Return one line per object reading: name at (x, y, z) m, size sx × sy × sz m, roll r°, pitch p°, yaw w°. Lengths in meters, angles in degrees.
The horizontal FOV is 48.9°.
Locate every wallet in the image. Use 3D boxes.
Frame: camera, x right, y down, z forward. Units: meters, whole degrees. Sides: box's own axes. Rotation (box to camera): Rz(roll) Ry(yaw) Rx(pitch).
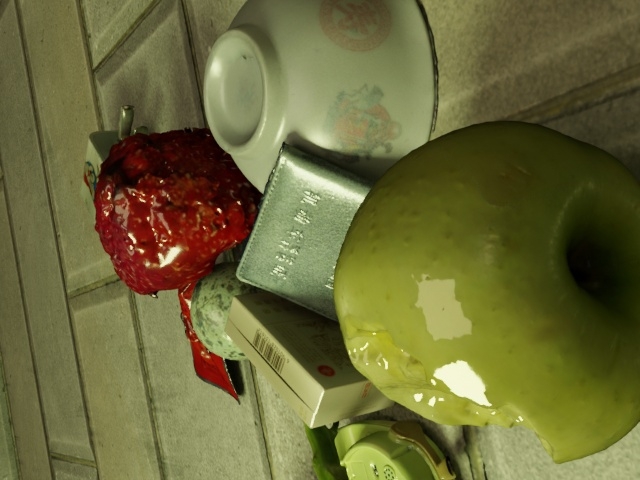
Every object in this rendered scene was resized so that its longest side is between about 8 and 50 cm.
wallet at (-0.001, 0.002, 0.822) m, size 0.222 × 0.167 × 0.036 m, roll 116°, pitch 176°, yaw -45°

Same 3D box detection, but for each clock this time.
clock at (0.094, 0.296, 0.823) m, size 0.232 × 0.069 × 0.170 m, roll -25°, pitch 76°, yaw 52°

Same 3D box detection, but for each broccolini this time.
broccolini at (0.028, 0.239, 0.805) m, size 0.079 × 0.074 × 0.392 m, roll 51°, pitch -179°, yaw -32°

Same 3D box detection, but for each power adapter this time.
power adapter at (-0.353, -0.142, 1.285) m, size 0.130 × 0.125 × 0.205 m, roll 51°, pitch 134°, yaw 35°

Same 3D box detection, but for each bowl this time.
bowl at (-0.038, -0.175, 0.840) m, size 0.345 × 0.157 × 0.346 m, roll 15°, pitch 109°, yaw 51°

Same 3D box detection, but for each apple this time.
apple at (0.140, 0.038, 0.566) m, size 0.279 × 0.279 × 0.279 m, roll 13°, pitch 107°, yaw 51°

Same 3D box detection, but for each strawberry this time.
strawberry at (-0.213, -0.061, 1.006) m, size 0.274 × 0.274 × 0.220 m, roll 22°, pitch 156°, yaw 49°

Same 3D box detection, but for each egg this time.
egg at (-0.124, 0.097, 1.024) m, size 0.172 × 0.132 × 0.132 m, roll 50°, pitch 134°, yaw 51°

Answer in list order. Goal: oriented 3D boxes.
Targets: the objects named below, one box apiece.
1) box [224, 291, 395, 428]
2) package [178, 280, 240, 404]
box at (-0.010, 0.136, 0.874) m, size 0.201 × 0.141 × 0.058 m, roll 37°, pitch 119°, yaw 41°
package at (-0.202, 0.132, 1.189) m, size 0.194 × 0.071 × 0.270 m, roll -157°, pitch 61°, yaw -64°
